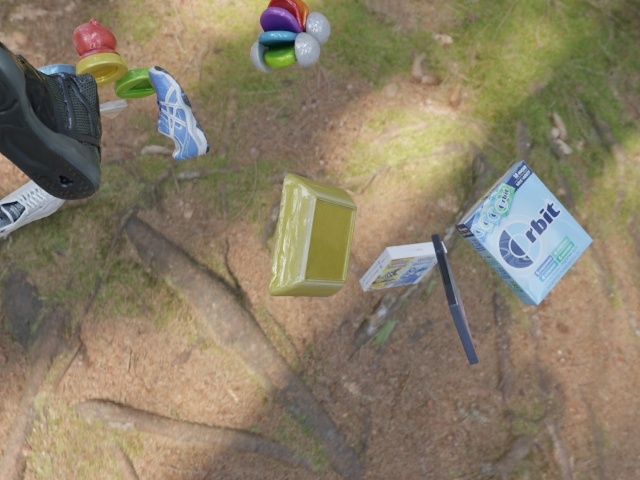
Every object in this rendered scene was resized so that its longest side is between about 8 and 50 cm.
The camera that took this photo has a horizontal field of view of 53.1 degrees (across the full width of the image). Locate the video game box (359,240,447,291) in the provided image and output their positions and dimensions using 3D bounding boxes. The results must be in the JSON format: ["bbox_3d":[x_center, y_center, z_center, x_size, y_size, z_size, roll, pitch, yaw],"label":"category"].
[{"bbox_3d":[0.243,0.076,1.886,0.205,0.187,0.048,-6,57,-29],"label":"video game box"}]

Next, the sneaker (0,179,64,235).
[{"bbox_3d":[-0.650,-0.084,1.430,0.235,0.095,0.090,-43,103,-23],"label":"sneaker"}]

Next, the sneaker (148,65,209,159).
[{"bbox_3d":[-0.317,-0.270,1.372,0.081,0.080,0.211,-29,106,-14],"label":"sneaker"}]

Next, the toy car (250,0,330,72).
[{"bbox_3d":[-0.077,-0.462,1.409,0.159,0.136,0.182,2,52,27],"label":"toy car"}]

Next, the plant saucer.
[{"bbox_3d":[0.000,0.000,1.799,0.333,0.081,0.332,9,89,-58],"label":"plant saucer"}]

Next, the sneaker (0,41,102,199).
[{"bbox_3d":[-0.306,-0.155,0.666,0.087,0.227,0.130,-17,53,14],"label":"sneaker"}]

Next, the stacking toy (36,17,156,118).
[{"bbox_3d":[-0.575,-0.429,1.639,0.279,0.309,0.130,-10,80,-60],"label":"stacking toy"}]

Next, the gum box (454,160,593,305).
[{"bbox_3d":[0.338,-0.012,1.060,0.157,0.041,0.184,-44,96,-14],"label":"gum box"}]

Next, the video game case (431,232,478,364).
[{"bbox_3d":[0.322,0.136,1.543,0.026,0.196,0.274,-19,33,11],"label":"video game case"}]
